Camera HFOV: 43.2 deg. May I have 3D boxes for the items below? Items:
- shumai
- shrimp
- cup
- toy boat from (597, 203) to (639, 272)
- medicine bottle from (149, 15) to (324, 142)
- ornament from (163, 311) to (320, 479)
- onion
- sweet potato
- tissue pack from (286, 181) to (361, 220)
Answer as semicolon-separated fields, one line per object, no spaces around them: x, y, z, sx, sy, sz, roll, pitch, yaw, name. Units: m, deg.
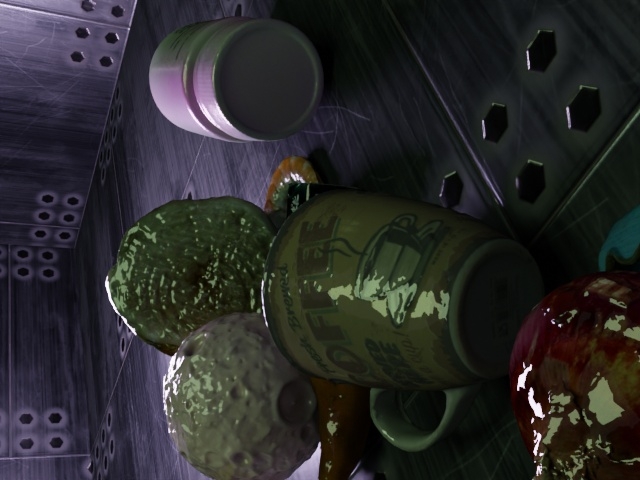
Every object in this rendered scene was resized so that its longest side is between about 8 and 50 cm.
-0.196;0.065;1.479;0.304;0.309;0.263;-52;-4;-1;shumai
-0.041;-0.063;1.373;0.166;0.049;0.161;21;104;55;shrimp
0.100;0.099;0.874;0.257;0.227;0.301;9;113;54;cup
0.283;0.013;0.643;0.185;0.075;0.077;149;130;-62;toy boat
-0.160;-0.288;1.444;0.388;0.219;0.219;-157;73;-64;medicine bottle
-0.101;0.235;1.200;0.225;0.259;0.259;-11;75;51;ornament
0.223;0.140;0.617;0.230;0.163;0.230;50;149;45;onion
0.031;0.161;1.105;0.112;0.112;0.359;-26;65;61;sweet potato
0.000;0.001;1.204;0.090;0.103;0.170;7;92;57;tissue pack
